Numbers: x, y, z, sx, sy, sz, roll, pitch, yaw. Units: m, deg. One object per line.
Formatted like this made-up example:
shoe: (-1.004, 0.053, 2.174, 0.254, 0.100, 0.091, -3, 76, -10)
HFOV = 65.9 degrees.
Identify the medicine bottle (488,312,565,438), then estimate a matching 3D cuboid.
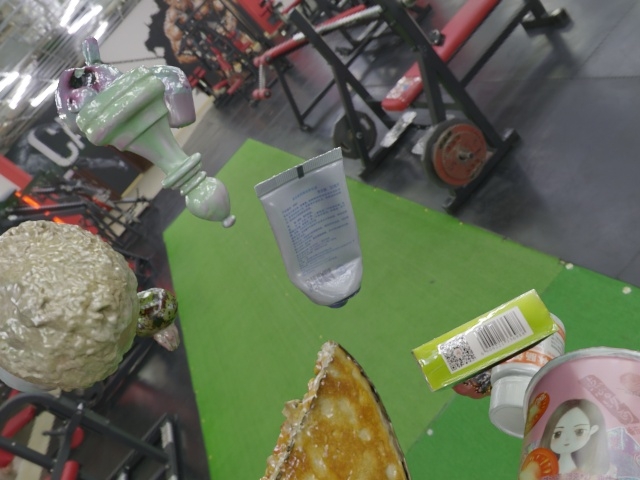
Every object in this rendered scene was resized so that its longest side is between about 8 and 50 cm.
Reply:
medicine bottle: (0.436, 0.276, 1.043, 0.144, 0.144, 0.252, -20, 31, 44)

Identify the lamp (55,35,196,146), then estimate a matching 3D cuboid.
lamp: (-0.477, -0.360, 1.195, 0.301, 0.248, 0.247, -15, 21, -29)

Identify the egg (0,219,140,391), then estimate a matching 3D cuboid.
egg: (-0.459, 0.114, 0.875, 0.279, 0.310, 0.279, -38, -14, -11)

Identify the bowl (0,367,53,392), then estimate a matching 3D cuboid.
bowl: (-0.585, 0.218, 1.194, 0.157, 0.346, 0.346, 9, 56, 25)

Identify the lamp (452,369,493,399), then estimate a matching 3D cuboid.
lamp: (0.430, 0.353, 1.368, 0.182, 0.182, 0.140, -45, 3, 7)

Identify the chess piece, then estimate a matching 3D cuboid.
chess piece: (-0.230, -0.122, 0.772, 0.139, 0.272, 0.139, -34, 21, 15)

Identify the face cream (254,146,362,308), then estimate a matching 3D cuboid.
face cream: (0.000, 0.000, 1.250, 0.234, 0.420, 0.137, -26, 33, -16)

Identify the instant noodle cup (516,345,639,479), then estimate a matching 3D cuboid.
instant noodle cup: (0.333, 0.285, 0.554, 0.243, 0.243, 0.231, -25, 7, 39)

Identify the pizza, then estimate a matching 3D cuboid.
pizza: (-0.009, 0.462, 0.999, 0.406, 0.440, 0.130, -19, -10, -34)

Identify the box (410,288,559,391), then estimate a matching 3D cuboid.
box: (0.235, 0.160, 0.729, 0.175, 0.260, 0.062, -28, 69, 6)

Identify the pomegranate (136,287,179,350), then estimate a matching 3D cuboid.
pomegranate: (-0.403, 0.190, 1.222, 0.138, 0.163, 0.126, -32, 30, 28)
